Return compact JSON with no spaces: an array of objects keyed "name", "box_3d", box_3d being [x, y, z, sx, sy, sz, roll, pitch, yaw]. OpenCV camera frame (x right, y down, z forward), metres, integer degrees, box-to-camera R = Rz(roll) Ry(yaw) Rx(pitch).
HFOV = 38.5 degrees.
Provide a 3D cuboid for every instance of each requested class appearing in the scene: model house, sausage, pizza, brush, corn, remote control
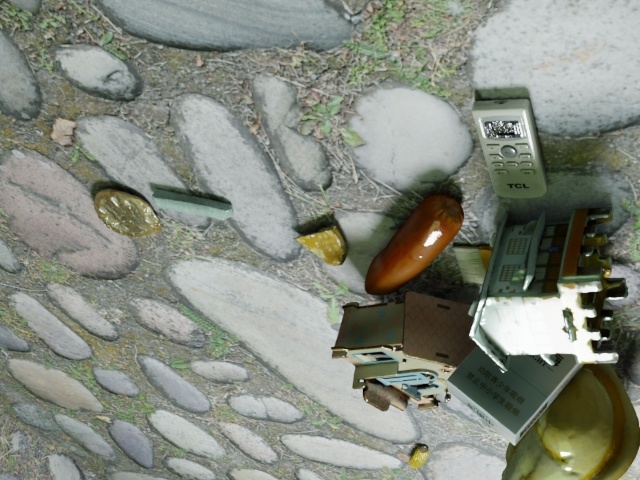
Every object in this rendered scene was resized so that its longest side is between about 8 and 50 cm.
[{"name":"model house","box_3d":[0.208,0.224,1.738,0.244,0.169,0.326,-16,144,33]},{"name":"model house","box_3d":[0.362,0.077,1.461,0.215,0.224,0.198,-6,127,28]},{"name":"sausage","box_3d":[0.160,0.017,1.621,0.083,0.089,0.300,23,144,-10]},{"name":"pizza","box_3d":[0.000,0.000,1.740,0.109,0.026,0.123,14,145,17]},{"name":"brush","box_3d":[0.370,0.048,1.606,0.272,0.013,0.103,2,138,26]},{"name":"corn","box_3d":[0.243,0.536,2.263,0.037,0.037,0.092,21,141,4]},{"name":"remote control","box_3d":[0.293,-0.137,1.405,0.087,0.029,0.190,3,139,27]}]

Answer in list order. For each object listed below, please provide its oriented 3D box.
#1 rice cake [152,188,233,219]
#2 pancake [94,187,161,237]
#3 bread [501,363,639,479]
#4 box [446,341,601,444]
[{"name":"rice cake","box_3d":[-0.249,-0.069,1.791,0.171,0.029,0.033,11,135,16]},{"name":"pancake","box_3d":[-0.398,-0.053,1.895,0.152,0.025,0.151,15,142,12]},{"name":"bread","box_3d":[0.474,0.363,1.709,0.210,0.300,0.341,13,140,5]},{"name":"box","box_3d":[0.353,0.210,1.584,0.155,0.243,0.067,40,165,24]}]
